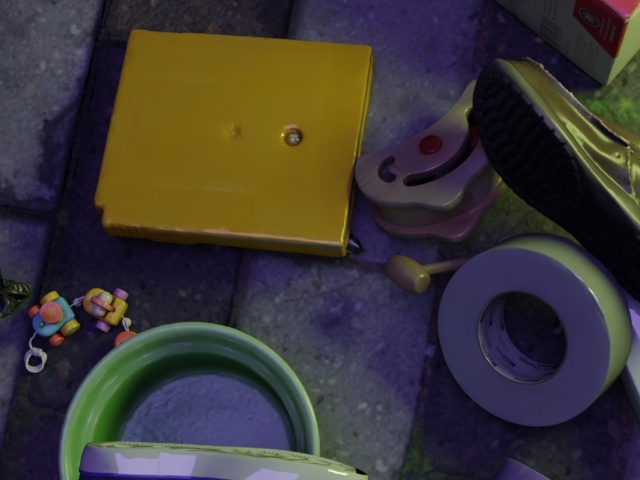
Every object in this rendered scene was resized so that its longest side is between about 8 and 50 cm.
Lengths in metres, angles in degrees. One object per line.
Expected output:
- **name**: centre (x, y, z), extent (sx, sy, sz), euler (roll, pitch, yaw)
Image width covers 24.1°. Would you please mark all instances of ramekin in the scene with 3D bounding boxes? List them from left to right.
- **ramekin**: centre (-0.145, 0.258, 1.779), extent (0.303, 0.148, 0.303), euler (-1, 77, 4)

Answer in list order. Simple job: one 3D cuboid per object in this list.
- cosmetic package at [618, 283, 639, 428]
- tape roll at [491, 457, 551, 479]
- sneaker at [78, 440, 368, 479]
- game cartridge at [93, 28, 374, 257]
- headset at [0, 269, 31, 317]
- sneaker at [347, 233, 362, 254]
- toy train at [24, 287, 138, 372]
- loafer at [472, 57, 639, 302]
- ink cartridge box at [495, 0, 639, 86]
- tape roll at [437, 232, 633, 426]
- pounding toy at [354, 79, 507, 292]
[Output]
- **cosmetic package**: centre (0.520, 0.190, 1.763), extent (0.284, 0.097, 0.377), euler (-19, 75, -1)
- **tape roll**: centre (0.268, 0.333, 1.703), extent (0.189, 0.189, 0.080), euler (34, 81, 12)
- **sneaker**: centre (-0.117, 0.345, 1.625), extent (0.323, 0.130, 0.236), euler (4, 87, 1)
- **game cartridge**: centre (-0.108, -0.127, 1.900), extent (0.324, 0.052, 0.285), euler (5, 68, 10)
- **headset**: centre (-0.573, 0.031, 1.901), extent (0.394, 0.185, 0.243), euler (4, 73, 22)
- **sneaker**: centre (0.000, 0.000, 1.889), extent (0.109, 0.040, 0.043), euler (19, 94, 14)
- **toy train**: centre (-0.293, 0.118, 1.878), extent (0.166, 0.046, 0.125), euler (0, 76, 5)
- **loafer**: centre (0.325, -0.076, 1.748), extent (0.366, 0.134, 0.130), euler (49, 59, 3)
- **ink cartridge box**: centre (0.283, -0.359, 1.849), extent (0.306, 0.226, 0.131), euler (42, 83, 12)
- **tape roll**: centre (0.250, 0.104, 1.759), extent (0.219, 0.072, 0.219), euler (10, 110, 29)
- **pounding toy**: centre (0.146, -0.056, 1.867), extent (0.154, 0.155, 0.269), euler (27, 67, 37)
